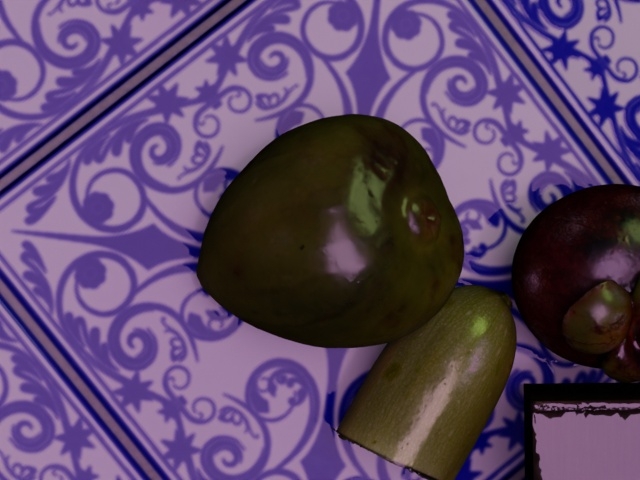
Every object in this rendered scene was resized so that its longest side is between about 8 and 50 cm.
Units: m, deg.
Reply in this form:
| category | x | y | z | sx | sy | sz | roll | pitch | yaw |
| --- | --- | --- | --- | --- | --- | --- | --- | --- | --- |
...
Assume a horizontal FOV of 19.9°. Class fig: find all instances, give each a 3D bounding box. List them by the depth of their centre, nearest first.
| category | x | y | z | sx | sy | sz | roll | pitch | yaw |
| --- | --- | --- | --- | --- | --- | --- | --- | --- | --- |
| fig | 0.000 | 0.000 | 1.571 | 0.225 | 0.203 | 0.203 | -18 | 94 | 31 |

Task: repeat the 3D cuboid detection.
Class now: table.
| category | x | y | z | sx | sy | sz | roll | pitch | yaw |
| --- | --- | --- | --- | --- | --- | --- | --- | --- | --- |
| table | 0.267 | 0.227 | 1.591 | 0.172 | 0.169 | 0.193 | 0 | 90 | 4 |

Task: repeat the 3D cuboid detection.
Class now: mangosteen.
| category | x | y | z | sx | sy | sz | roll | pitch | yaw |
| --- | --- | --- | --- | --- | --- | --- | --- | --- | --- |
| mangosteen | 0.263 | 0.043 | 1.592 | 0.200 | 0.200 | 0.200 | 0 | 91 | -8 |

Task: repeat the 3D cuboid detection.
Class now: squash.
| category | x | y | z | sx | sy | sz | roll | pitch | yaw |
| --- | --- | --- | --- | --- | --- | --- | --- | --- | --- |
| squash | 0.108 | 0.121 | 1.608 | 0.123 | 0.123 | 0.186 | 33 | 86 | -7 |
